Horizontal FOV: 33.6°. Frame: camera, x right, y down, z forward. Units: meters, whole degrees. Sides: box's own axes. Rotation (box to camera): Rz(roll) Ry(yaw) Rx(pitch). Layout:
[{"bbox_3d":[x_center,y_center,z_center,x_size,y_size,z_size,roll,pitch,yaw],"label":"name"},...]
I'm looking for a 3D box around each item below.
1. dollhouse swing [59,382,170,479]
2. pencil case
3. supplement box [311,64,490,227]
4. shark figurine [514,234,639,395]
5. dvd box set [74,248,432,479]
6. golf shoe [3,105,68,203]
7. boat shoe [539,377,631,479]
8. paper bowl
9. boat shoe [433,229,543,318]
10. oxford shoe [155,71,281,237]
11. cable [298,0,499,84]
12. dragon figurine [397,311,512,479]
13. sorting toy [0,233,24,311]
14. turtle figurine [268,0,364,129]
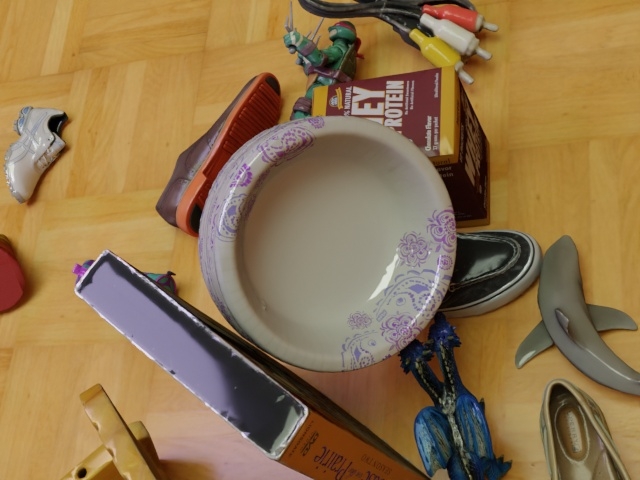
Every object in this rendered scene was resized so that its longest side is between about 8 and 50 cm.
[{"bbox_3d":[-0.247,0.394,1.213,0.315,0.305,0.347,-39,57,0],"label":"dollhouse swing"},{"bbox_3d":[-0.281,0.067,1.532,0.152,0.070,0.064,8,69,27],"label":"pencil case"},{"bbox_3d":[0.107,-0.109,1.379,0.191,0.194,0.129,-6,63,21],"label":"supplement box"},{"bbox_3d":[0.323,0.115,1.225,0.166,0.116,0.278,-46,55,-2],"label":"shark figurine"},{"bbox_3d":[-0.047,0.177,1.166,0.307,0.420,0.062,34,84,33],"label":"dvd box set"},{"bbox_3d":[-0.458,-0.144,1.720,0.086,0.069,0.176,-4,64,15],"label":"golf shoe"},{"bbox_3d":[0.299,0.290,1.157,0.104,0.089,0.285,-24,58,10],"label":"boat shoe"},{"bbox_3d":[0.000,0.000,1.215,0.284,0.284,0.148,-53,20,-8],"label":"paper bowl"},{"bbox_3d":[0.127,0.037,1.351,0.301,0.102,0.108,-10,61,19],"label":"boat shoe"},{"bbox_3d":[-0.155,-0.140,1.571,0.098,0.097,0.271,23,75,37],"label":"oxford shoe"},{"bbox_3d":[0.116,-0.331,1.504,0.287,0.072,0.139,27,68,-1],"label":"cable"},{"bbox_3d":[0.159,0.228,1.216,0.085,0.144,0.289,-21,58,13],"label":"dragon figurine"},{"bbox_3d":[-0.618,0.079,1.673,0.365,0.127,0.126,-25,28,13],"label":"sorting toy"},{"bbox_3d":[-0.008,-0.245,1.533,0.118,0.175,0.234,19,81,11],"label":"turtle figurine"}]
